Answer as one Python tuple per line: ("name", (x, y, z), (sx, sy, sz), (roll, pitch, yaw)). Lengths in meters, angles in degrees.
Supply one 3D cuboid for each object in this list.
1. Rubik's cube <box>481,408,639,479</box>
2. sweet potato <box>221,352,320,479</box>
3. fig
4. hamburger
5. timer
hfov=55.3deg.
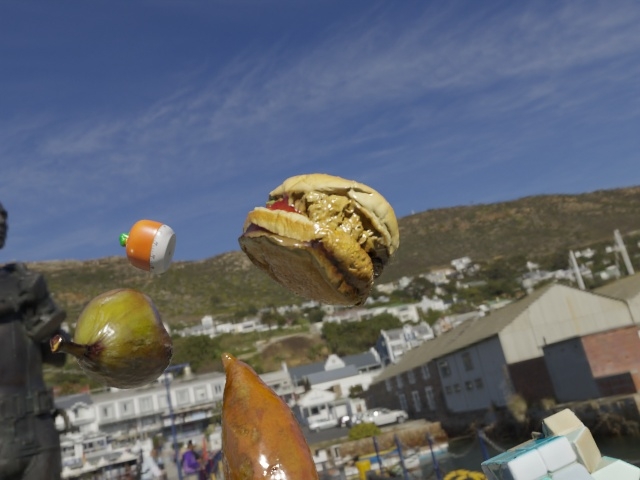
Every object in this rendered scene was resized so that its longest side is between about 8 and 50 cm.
("Rubik's cube", (0.437, 0.434, 1.092), (0.212, 0.225, 0.265), (-20, -18, -8))
("sweet potato", (-0.061, 0.270, 0.726), (0.112, 0.359, 0.112), (-17, -42, -17))
("fig", (-0.332, 0.157, 0.959), (0.145, 0.170, 0.274), (-27, -8, 4))
("hamburger", (0.000, 0.000, 1.005), (0.244, 0.163, 0.244), (24, -22, 10))
("timer", (-0.396, 0.012, 1.379), (0.136, 0.099, 0.136), (2, -59, 3))
